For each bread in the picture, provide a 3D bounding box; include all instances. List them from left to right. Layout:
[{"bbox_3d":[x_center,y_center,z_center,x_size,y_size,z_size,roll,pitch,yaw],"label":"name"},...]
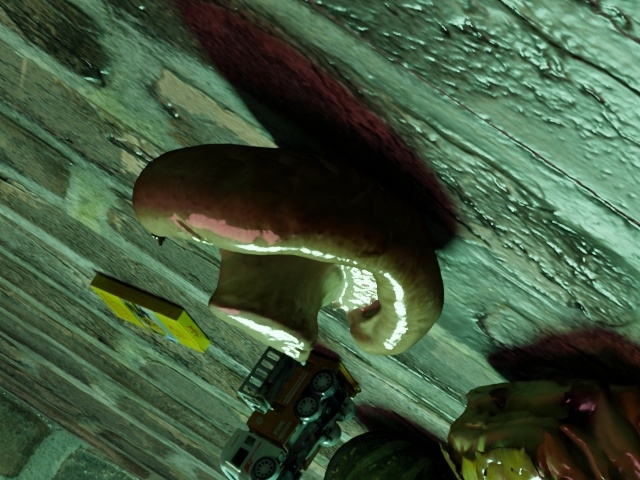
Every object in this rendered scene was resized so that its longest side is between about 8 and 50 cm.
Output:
[{"bbox_3d":[0.277,0.259,1.405,0.324,0.167,0.277,36,161,-12],"label":"bread"}]

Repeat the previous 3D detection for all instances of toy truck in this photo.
[{"bbox_3d":[-0.047,0.210,1.793,0.115,0.178,0.080,22,158,34],"label":"toy truck"}]

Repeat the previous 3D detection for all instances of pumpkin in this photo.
[{"bbox_3d":[0.089,0.315,1.885,0.190,0.146,0.190,28,159,12],"label":"pumpkin"}]

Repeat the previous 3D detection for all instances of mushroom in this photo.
[{"bbox_3d":[0.000,0.000,1.255,0.285,0.156,0.151,29,153,-30],"label":"mushroom"}]

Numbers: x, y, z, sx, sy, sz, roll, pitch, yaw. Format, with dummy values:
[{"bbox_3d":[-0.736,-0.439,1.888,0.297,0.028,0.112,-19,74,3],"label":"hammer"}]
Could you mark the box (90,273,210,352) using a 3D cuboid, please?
[{"bbox_3d":[-0.219,0.094,2.023,0.155,0.023,0.087,19,154,34],"label":"box"}]
